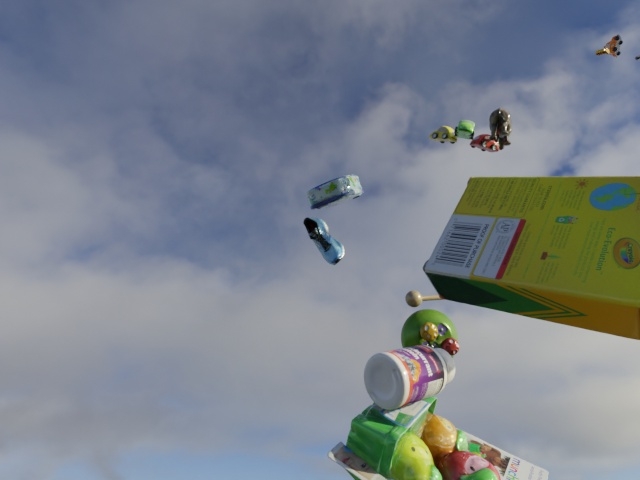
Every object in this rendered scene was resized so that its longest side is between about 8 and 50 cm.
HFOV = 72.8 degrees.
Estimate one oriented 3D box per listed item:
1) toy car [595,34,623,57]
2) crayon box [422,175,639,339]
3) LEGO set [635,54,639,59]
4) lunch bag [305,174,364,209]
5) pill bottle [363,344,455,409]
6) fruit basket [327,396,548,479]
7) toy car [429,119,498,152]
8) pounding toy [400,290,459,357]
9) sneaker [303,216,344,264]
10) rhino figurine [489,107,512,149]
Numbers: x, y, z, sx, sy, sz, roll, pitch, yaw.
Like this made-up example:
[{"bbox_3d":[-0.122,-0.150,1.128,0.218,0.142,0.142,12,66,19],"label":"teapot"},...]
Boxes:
[{"bbox_3d":[0.799,-0.543,1.209,0.122,0.060,0.040,-12,15,-37],"label":"toy car"},{"bbox_3d":[0.329,0.009,0.592,0.318,0.202,0.081,9,-34,45],"label":"crayon box"},{"bbox_3d":[0.910,-0.511,1.137,0.192,0.332,0.255,-7,3,18],"label":"LEGO set"},{"bbox_3d":[0.054,-0.184,1.672,0.176,0.090,0.219,-19,1,28],"label":"lunch bag"},{"bbox_3d":[0.191,0.273,0.893,0.193,0.108,0.108,3,-33,-41],"label":"pill bottle"},{"bbox_3d":[0.239,0.426,0.843,0.352,0.166,0.327,11,8,33],"label":"fruit basket"},{"bbox_3d":[0.483,-0.357,1.443,0.238,0.053,0.225,15,4,16],"label":"toy car"},{"bbox_3d":[0.348,0.270,1.315,0.182,0.237,0.110,4,-12,-9],"label":"pounding toy"},{"bbox_3d":[0.000,0.000,1.133,0.063,0.162,0.073,-47,-35,15],"label":"sneaker"},{"bbox_3d":[0.633,-0.383,1.520,0.073,0.107,0.243,-1,-7,25],"label":"rhino figurine"}]
